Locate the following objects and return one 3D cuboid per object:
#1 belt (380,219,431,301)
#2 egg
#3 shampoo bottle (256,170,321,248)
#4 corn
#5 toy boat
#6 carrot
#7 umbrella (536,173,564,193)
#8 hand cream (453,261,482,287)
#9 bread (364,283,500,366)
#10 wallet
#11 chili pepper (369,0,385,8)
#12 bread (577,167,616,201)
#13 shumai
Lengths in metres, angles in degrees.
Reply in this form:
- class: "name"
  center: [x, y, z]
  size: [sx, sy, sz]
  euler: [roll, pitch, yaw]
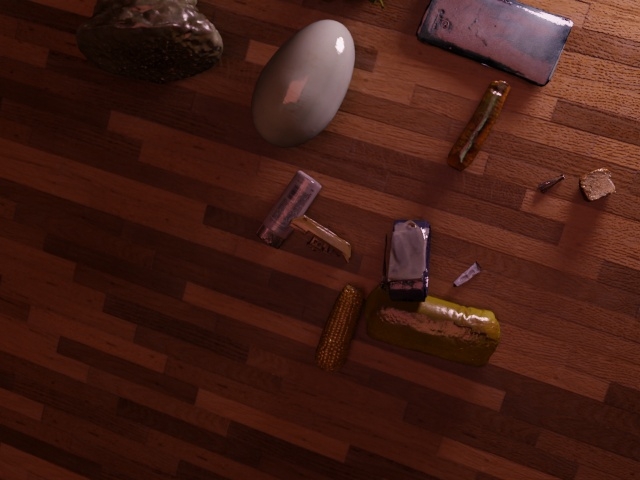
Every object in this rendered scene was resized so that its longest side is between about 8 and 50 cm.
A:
- class: "belt"
  center: [0.234, 0.053, 1.854]
  size: [0.126, 0.139, 0.230]
  euler: [2, 69, 16]
- class: "egg"
  center: [-0.043, -0.422, 1.832]
  size: [0.230, 0.230, 0.371]
  euler: [35, 96, 7]
- class: "shampoo bottle"
  center: [-0.092, -0.088, 1.967]
  size: [0.086, 0.056, 0.227]
  euler: [34, 102, 1]
- class: "corn"
  center: [0.055, 0.256, 1.959]
  size: [0.091, 0.091, 0.260]
  euler: [20, 96, 12]
- class: "toy boat"
  center: [0.000, 0.000, 1.940]
  size: [0.206, 0.064, 0.072]
  euler: [33, 100, -8]
- class: "carrot"
  center: [0.425, -0.309, 1.825]
  size: [0.070, 0.070, 0.260]
  euler: [29, 100, 8]
- class: "umbrella"
  center: [0.618, -0.152, 1.824]
  size: [0.083, 0.020, 0.031]
  euler: [-30, 90, 9]
- class: "hand cream"
  center: [0.410, 0.099, 1.901]
  size: [0.093, 0.019, 0.030]
  euler: [-39, 85, 7]
- class: "bread"
  center: [0.305, 0.240, 1.888]
  size: [0.383, 0.112, 0.166]
  euler: [15, 99, 10]
- class: "wallet"
  center: [0.458, -0.558, 1.797]
  size: [0.379, 0.046, 0.191]
  euler: [24, 99, 10]
- class: "chili pepper"
  center: [0.141, -0.702, 1.840]
  size: [0.072, 0.073, 0.204]
  euler: [-14, 82, 31]
- class: "bread"
  center: [0.721, -0.147, 1.774]
  size: [0.083, 0.070, 0.077]
  euler: [-23, 92, 13]
- class: "shumai"
  center: [-0.470, -0.642, 1.885]
  size: [0.397, 0.324, 0.323]
  euler: [-3, 81, 8]
